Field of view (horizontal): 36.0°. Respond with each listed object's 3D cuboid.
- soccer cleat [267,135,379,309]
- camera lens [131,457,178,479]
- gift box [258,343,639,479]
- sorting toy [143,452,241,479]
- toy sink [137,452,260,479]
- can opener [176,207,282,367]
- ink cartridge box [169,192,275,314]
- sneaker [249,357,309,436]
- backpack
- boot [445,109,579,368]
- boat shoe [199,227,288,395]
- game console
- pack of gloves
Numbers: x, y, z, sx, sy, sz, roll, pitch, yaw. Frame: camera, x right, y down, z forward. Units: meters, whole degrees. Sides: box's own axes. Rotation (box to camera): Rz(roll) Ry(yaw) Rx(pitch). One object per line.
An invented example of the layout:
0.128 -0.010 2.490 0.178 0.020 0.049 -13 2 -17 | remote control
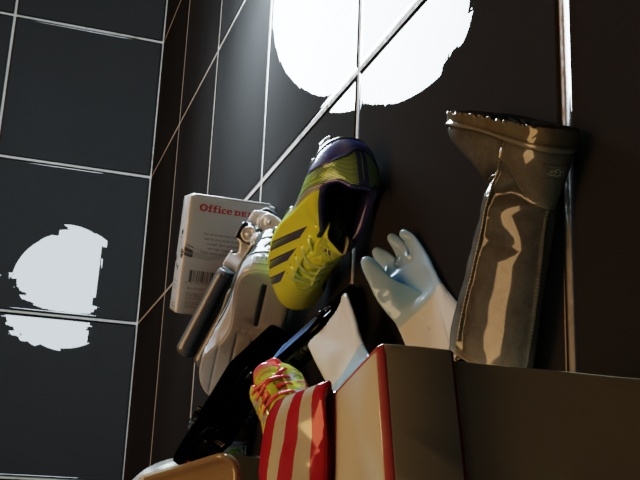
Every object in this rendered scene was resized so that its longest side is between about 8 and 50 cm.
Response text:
-0.001 0.000 1.262 0.121 0.093 0.289 -105 28 -45 | soccer cleat
-0.246 0.482 1.622 0.274 0.219 0.219 133 141 -62 | camera lens
0.084 0.234 0.617 0.276 0.258 0.255 121 152 -50 | gift box
-0.191 0.424 1.323 0.307 0.041 0.229 -27 63 44 | sorting toy
-0.156 0.407 1.425 0.234 0.131 0.152 -27 55 44 | toy sink
-0.135 0.078 1.611 0.280 0.074 0.093 -60 -21 0 | can opener
-0.169 0.029 1.689 0.086 0.148 0.203 -176 95 -75 | ink cartridge box
-0.045 0.183 1.102 0.094 0.081 0.208 56 176 -6 | sneaker
-0.171 0.322 1.647 0.114 0.105 0.084 144 132 -74 | backpack
0.147 -0.004 0.850 0.189 0.076 0.208 -133 46 -71 | boot
-0.096 0.124 1.517 0.119 0.121 0.335 -72 4 -49 | boat shoe
-0.065 0.162 1.312 0.361 0.044 0.213 -44 11 40 | game console
0.051 0.098 1.026 0.195 0.046 0.232 -54 28 17 | pack of gloves
